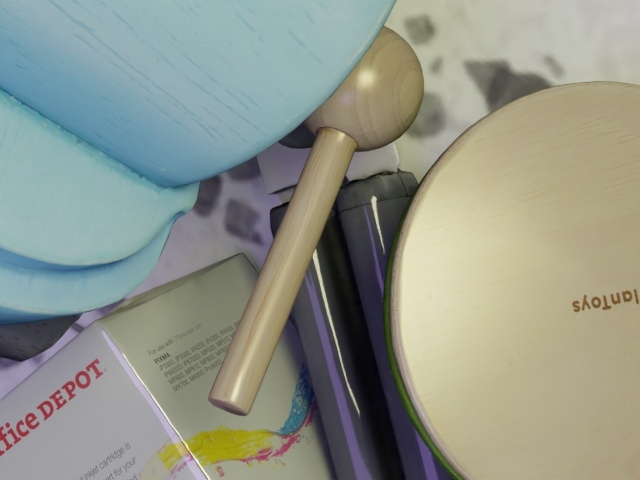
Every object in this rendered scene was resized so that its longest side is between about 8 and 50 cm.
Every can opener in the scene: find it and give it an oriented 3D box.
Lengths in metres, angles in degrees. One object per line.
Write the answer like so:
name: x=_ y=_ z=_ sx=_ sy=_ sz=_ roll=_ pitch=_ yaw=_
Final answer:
can opener: x=0.000 y=0.000 z=0.773 sx=0.076 sy=0.095 sz=0.283 roll=-17 pitch=85 yaw=36

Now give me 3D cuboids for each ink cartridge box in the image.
ink cartridge box: x=-0.061 y=0.119 z=0.835 sx=0.128 sy=0.127 sz=0.176 roll=-37 pitch=85 yaw=34

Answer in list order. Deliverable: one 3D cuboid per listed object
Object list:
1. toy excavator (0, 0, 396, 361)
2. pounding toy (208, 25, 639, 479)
toy excavator: x=-0.027 y=-0.188 z=0.617 sx=0.445 sy=0.222 sz=0.432 roll=-9 pitch=61 yaw=34
pounding toy: x=0.078 y=0.024 z=0.727 sx=0.237 sy=0.110 sz=0.183 roll=19 pitch=80 yaw=-11
